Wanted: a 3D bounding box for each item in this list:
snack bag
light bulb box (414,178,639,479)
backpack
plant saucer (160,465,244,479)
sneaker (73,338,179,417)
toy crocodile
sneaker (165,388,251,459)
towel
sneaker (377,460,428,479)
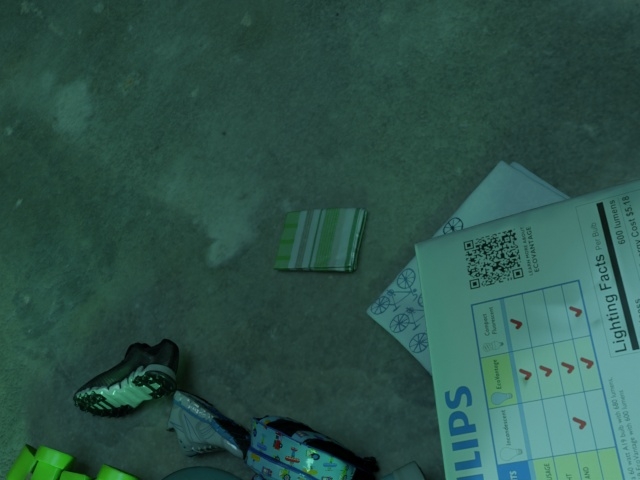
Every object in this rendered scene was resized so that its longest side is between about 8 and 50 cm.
[{"bbox_3d":[0.262,0.074,1.108,0.323,0.037,0.342,-46,44,1],"label":"snack bag"},{"bbox_3d":[0.321,0.147,0.858,0.361,0.225,0.358,-16,61,23],"label":"light bulb box"},{"bbox_3d":[-0.028,0.308,1.092,0.158,0.173,0.117,18,75,35],"label":"backpack"},{"bbox_3d":[-0.159,0.468,1.092,0.317,0.043,0.318,-2,87,32],"label":"plant saucer"},{"bbox_3d":[-0.319,0.228,1.370,0.234,0.078,0.106,-24,35,31],"label":"sneaker"},{"bbox_3d":[-0.377,0.409,1.298,0.340,0.105,0.115,9,70,28],"label":"toy crocodile"},{"bbox_3d":[-0.172,0.304,1.253,0.190,0.071,0.083,21,83,45],"label":"sneaker"},{"bbox_3d":[0.000,0.000,1.338,0.152,0.023,0.113,-2,63,32],"label":"towel"},{"bbox_3d":[0.096,0.383,0.908,0.150,0.366,0.135,-30,96,0],"label":"sneaker"}]
